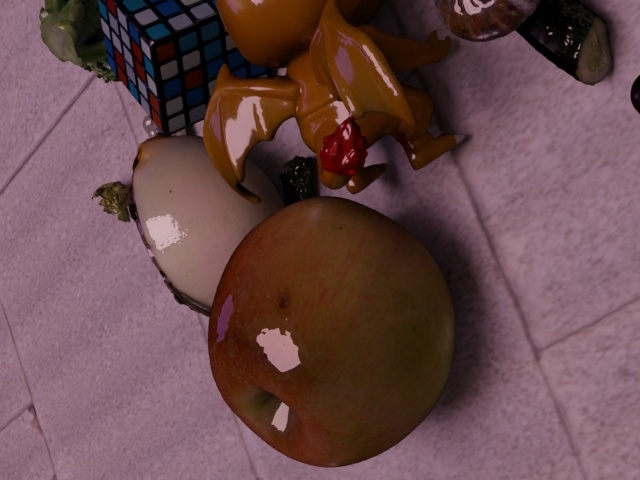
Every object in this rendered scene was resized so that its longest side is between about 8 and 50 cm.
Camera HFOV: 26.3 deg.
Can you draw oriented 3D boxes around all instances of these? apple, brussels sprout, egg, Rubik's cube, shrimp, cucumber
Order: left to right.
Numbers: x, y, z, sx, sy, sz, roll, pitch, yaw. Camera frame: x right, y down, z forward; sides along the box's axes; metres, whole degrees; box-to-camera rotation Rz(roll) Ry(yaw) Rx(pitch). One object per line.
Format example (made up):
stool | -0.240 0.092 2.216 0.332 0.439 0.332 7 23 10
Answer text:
brussels sprout | -0.349 -0.068 2.336 0.085 0.058 0.085 33 152 20
Rubik's cube | -0.194 -0.294 1.948 0.187 0.182 0.184 49 157 35
egg | -0.136 -0.047 1.954 0.174 0.264 0.286 -28 36 19
apple | 0.008 0.122 1.711 0.319 0.277 0.319 17 135 18
shrimp | 0.196 -0.384 1.491 0.145 0.116 0.343 10 88 46
cucumber | 0.237 -0.266 1.543 0.241 0.074 0.074 49 132 36

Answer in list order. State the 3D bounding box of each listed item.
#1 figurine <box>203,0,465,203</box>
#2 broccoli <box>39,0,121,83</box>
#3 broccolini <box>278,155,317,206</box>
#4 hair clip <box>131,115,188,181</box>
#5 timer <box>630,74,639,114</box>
figurine | 0.004 -0.245 1.676 0.387 0.268 0.401 63 155 -5
broccoli | -0.347 -0.370 2.143 0.262 0.241 0.269 8 134 31
broccolini | -0.008 0.002 1.923 0.071 0.058 0.254 53 -159 -77
hair clip | -0.250 -0.126 2.209 0.140 0.054 0.220 43 125 46
timer | 0.414 -0.100 1.104 0.376 0.387 0.376 11 105 47
